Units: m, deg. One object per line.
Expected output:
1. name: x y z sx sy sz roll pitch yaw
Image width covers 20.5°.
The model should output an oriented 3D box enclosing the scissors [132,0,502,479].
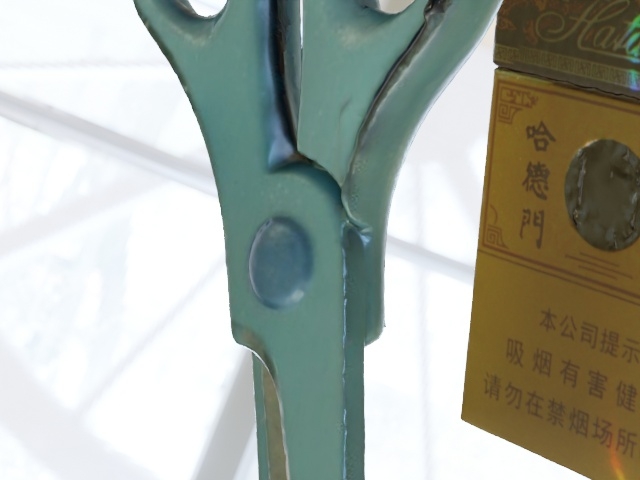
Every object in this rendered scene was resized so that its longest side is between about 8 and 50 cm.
1. scissors: 0.001 0.000 0.557 0.032 0.392 0.180 3 173 -41

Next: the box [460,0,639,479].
1. box: 0.244 -0.029 1.297 0.116 0.415 0.264 -8 -160 -38
